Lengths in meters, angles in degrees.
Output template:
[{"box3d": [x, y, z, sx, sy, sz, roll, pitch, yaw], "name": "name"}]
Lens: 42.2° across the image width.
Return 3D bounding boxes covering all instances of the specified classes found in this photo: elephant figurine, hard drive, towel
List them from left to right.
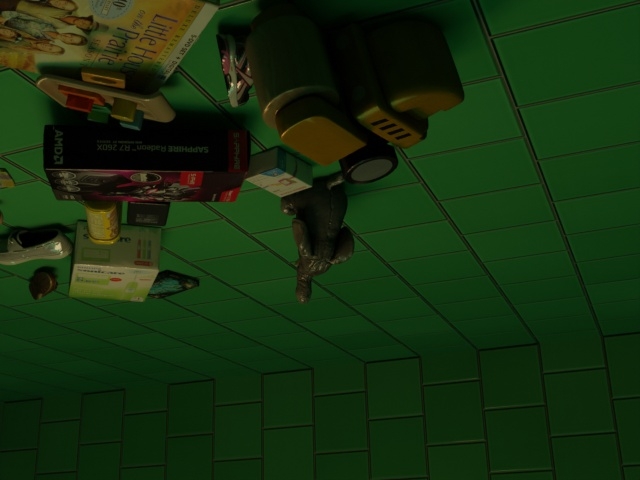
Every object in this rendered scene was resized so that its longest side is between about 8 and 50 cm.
[{"box3d": [-0.692, -0.133, 1.773, 0.060, 0.009, 0.083, 2, 159, -6], "name": "towel"}, {"box3d": [-0.405, -0.069, 1.946, 0.094, 0.022, 0.135, 4, 159, -14], "name": "hard drive"}, {"box3d": [0.000, 0.000, 1.851, 0.169, 0.239, 0.186, -8, 159, 16], "name": "elephant figurine"}]

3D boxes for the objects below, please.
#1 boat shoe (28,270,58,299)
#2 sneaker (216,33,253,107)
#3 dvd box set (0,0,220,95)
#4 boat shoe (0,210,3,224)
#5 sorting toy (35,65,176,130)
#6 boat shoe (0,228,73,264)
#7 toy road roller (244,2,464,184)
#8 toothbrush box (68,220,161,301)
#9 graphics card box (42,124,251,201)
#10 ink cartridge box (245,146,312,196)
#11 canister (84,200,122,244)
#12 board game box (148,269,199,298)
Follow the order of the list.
[{"box3d": [-0.791, 0.122, 2.391, 0.060, 0.064, 0.178, -25, 177, -36], "name": "boat shoe"}, {"box3d": [-0.121, -0.276, 1.355, 0.077, 0.072, 0.178, -11, 166, -5], "name": "sneaker"}, {"box3d": [-0.393, -0.334, 1.180, 0.420, 0.062, 0.307, 10, 158, -28], "name": "dvd box set"}, {"box3d": [-0.801, -0.052, 1.917, 0.170, 0.063, 0.059, 3, 164, 15], "name": "boat shoe"}, {"box3d": [-0.348, -0.220, 1.362, 0.196, 0.047, 0.348, 8, 177, -1], "name": "sorting toy"}, {"box3d": [-0.732, 0.004, 2.065, 0.227, 0.079, 0.081, -5, 138, 14], "name": "boat shoe"}, {"box3d": [0.067, -0.248, 1.272, 0.240, 0.202, 0.329, -27, 155, 26], "name": "toy road roller"}, {"box3d": [-0.537, 0.060, 2.146, 0.206, 0.122, 0.283, 5, 157, -19], "name": "toothbrush box"}, {"box3d": [-0.331, -0.143, 1.598, 0.371, 0.094, 0.233, 1, 169, -12], "name": "graphics card box"}, {"box3d": [-0.086, -0.141, 1.736, 0.088, 0.052, 0.122, -16, 156, 33], "name": "ink cartridge box"}, {"box3d": [-0.464, -0.080, 1.771, 0.073, 0.126, 0.170, 3, 157, -10], "name": "canister"}, {"box3d": [-0.470, 0.134, 2.481, 0.186, 0.026, 0.126, -18, 153, 37], "name": "board game box"}]
